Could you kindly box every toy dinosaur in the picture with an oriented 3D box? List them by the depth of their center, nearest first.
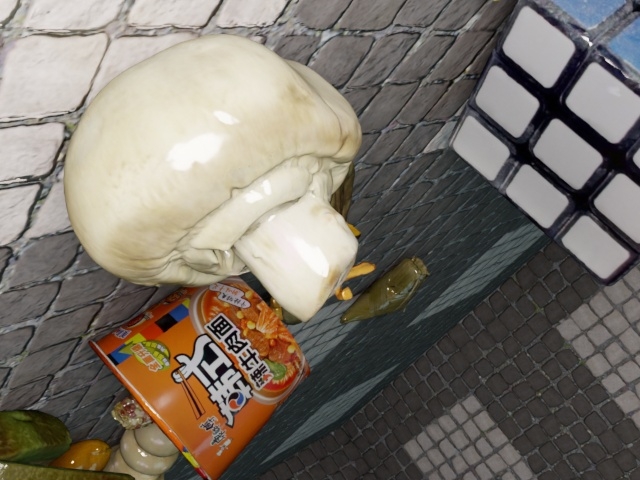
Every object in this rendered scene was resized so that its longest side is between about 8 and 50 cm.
[{"bbox_3d":[-0.042,0.097,1.337,0.288,0.070,0.117,-24,178,-5],"label":"toy dinosaur"}]

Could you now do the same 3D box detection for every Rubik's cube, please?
[{"bbox_3d":[0.393,-0.184,1.006,0.305,0.301,0.303,-37,164,-27],"label":"Rubik's cube"}]

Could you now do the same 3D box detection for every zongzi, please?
[{"bbox_3d":[0.136,0.109,1.729,0.176,0.078,0.160,-15,147,-33],"label":"zongzi"}]

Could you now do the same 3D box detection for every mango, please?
[{"bbox_3d":[-0.427,0.392,1.344,0.159,0.084,0.105,-57,147,-3],"label":"mango"}]

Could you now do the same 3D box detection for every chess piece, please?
[{"bbox_3d":[-0.325,0.395,1.482,0.143,0.143,0.261,-15,149,-51],"label":"chess piece"}]

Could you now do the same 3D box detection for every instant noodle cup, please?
[{"bbox_3d":[-0.146,0.167,1.046,0.192,0.250,0.250,-40,165,-18],"label":"instant noodle cup"}]

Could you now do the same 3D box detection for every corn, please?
[{"bbox_3d":[-0.244,0.258,1.361,0.237,0.079,0.079,-19,156,-40],"label":"corn"}]

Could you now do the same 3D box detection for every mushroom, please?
[{"bbox_3d":[-0.066,-0.034,0.654,0.260,0.234,0.254,-28,165,-29],"label":"mushroom"}]

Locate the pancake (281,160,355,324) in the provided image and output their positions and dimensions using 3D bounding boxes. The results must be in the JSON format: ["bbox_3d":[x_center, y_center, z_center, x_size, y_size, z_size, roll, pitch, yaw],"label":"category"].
[{"bbox_3d":[0.001,0.000,1.027,0.236,0.042,0.222,-48,152,-75],"label":"pancake"}]

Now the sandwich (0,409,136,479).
[{"bbox_3d":[-0.397,0.314,1.086,0.250,0.162,0.301,17,153,-27],"label":"sandwich"}]

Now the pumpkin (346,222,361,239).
[{"bbox_3d":[0.017,0.015,1.263,0.083,0.054,0.074,-18,151,-36],"label":"pumpkin"}]
